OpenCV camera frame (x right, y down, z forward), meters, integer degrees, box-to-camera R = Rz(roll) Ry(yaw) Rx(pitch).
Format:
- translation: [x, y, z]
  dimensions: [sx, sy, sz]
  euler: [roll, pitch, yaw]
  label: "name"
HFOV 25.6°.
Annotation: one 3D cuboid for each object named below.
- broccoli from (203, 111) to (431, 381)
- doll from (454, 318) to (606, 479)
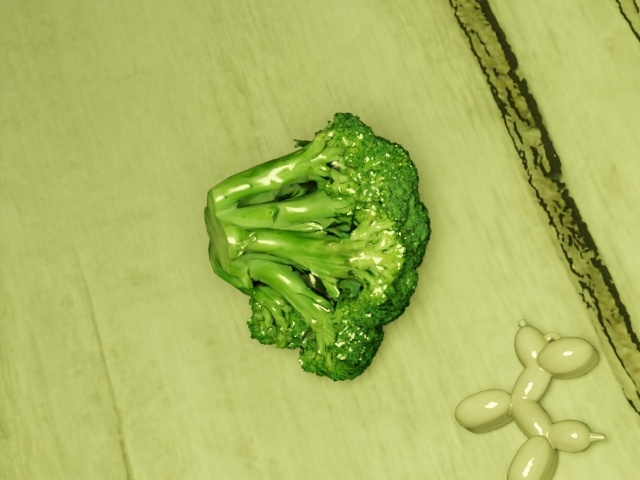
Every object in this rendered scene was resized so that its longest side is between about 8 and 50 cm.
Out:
- translation: [0.000, 0.000, 1.533]
  dimensions: [0.245, 0.294, 0.265]
  euler: [-4, 27, -12]
  label: "broccoli"
- translation: [0.225, 0.165, 1.460]
  dimensions: [0.160, 0.059, 0.161]
  euler: [-41, 57, 6]
  label: "doll"
